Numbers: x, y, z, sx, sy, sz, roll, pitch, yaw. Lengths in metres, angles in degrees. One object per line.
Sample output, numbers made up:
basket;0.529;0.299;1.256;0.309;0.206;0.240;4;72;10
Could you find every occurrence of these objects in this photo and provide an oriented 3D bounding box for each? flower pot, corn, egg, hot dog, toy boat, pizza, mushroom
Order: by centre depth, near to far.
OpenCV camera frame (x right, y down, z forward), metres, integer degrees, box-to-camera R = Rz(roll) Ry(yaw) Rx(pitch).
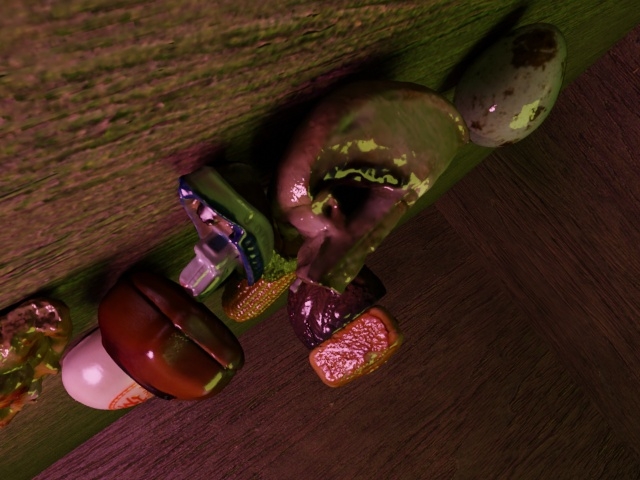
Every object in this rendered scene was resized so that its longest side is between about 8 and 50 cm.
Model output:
toy boat;-0.127;0.001;0.533;0.115;0.114;0.262;-43;160;-28
pizza;-0.422;0.188;0.535;0.323;0.089;0.223;-43;172;37
mushroom;0.014;-0.092;0.590;0.217;0.212;0.292;28;-95;53
egg;0.337;-0.273;0.776;0.169;0.169;0.231;-31;159;-34
corn;-0.117;0.072;1.020;0.363;0.120;0.120;-46;168;28
flower pot;-0.002;0.109;1.166;0.266;0.267;0.266;-35;170;-7
hot dog;0.106;0.281;1.169;0.256;0.150;0.153;-39;160;14

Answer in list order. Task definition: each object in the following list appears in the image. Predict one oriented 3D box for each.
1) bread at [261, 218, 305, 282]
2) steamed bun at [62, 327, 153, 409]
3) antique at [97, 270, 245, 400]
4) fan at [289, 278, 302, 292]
bread;-0.084;0.002;0.715;0.069;0.128;0.140;-40;166;22
steamed bun;-0.354;0.232;0.825;0.232;0.145;0.232;-35;172;-6
antique;-0.220;0.140;0.639;0.129;0.223;0.278;-48;-152;-16
fan;0.000;0.000;1.040;0.282;0.023;0.057;-62;169;6
